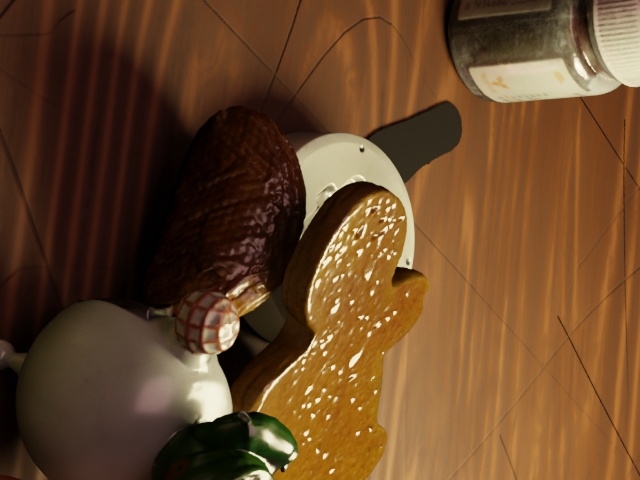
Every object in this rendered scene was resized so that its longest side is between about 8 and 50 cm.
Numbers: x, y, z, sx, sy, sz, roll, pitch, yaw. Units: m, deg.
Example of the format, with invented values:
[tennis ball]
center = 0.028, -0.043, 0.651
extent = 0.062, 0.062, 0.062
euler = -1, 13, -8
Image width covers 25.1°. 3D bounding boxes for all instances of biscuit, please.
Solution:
[biscuit]
center = -0.002, 0.119, 1.403
extent = 0.283, 0.064, 0.432
euler = -34, 142, -41

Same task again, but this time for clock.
[clock]
center = 0.000, 0.000, 1.504
extent = 0.230, 0.083, 0.230
euler = 1, 88, -45

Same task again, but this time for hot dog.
[hot dog]
center = -0.093, -0.015, 1.355
extent = 0.099, 0.160, 0.226
euler = 26, 77, -39

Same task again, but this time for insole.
[insole]
center = 0.095, -0.101, 1.658
extent = 0.232, 0.003, 0.080
euler = -35, 115, -40

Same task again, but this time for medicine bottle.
[medicine bottle]
center = 0.298, -0.248, 1.675
extent = 0.165, 0.273, 0.165
euler = -1, 92, -47

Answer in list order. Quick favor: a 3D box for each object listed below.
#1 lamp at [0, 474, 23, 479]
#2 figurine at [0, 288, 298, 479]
[lamp]
center = -0.279, 0.280, 1.167
extent = 0.188, 0.164, 0.187
euler = -9, 112, -24
[figurine]
center = -0.125, 0.177, 1.209
extent = 0.167, 0.370, 0.281
euler = -17, 135, -48
